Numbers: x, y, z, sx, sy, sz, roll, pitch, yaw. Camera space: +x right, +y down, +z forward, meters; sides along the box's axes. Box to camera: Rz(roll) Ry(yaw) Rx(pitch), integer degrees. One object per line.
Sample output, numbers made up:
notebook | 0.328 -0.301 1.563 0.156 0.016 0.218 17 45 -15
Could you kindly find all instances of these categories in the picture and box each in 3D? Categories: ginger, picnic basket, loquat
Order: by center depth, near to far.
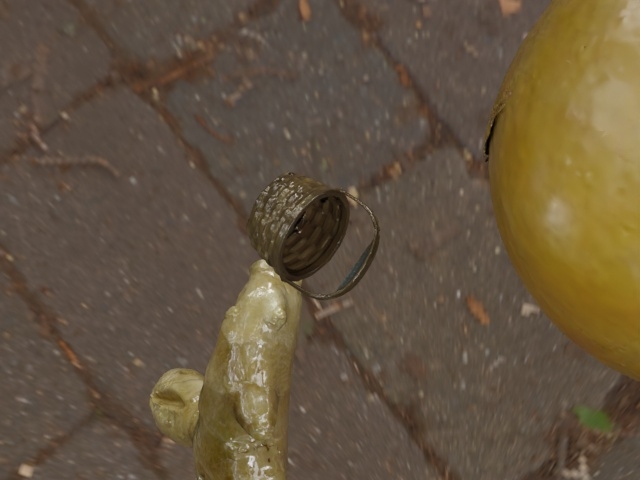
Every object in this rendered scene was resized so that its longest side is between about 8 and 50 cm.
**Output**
loquat | 0.206 -0.047 0.831 0.263 0.263 0.263 -1 78 5
picnic basket | 0.000 0.000 1.067 0.083 0.072 0.072 33 81 34
ginger | -0.077 0.232 1.671 0.122 0.348 0.363 -4 59 -16
